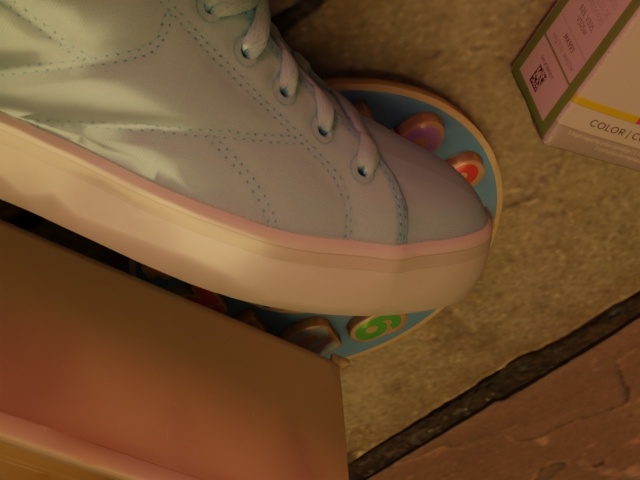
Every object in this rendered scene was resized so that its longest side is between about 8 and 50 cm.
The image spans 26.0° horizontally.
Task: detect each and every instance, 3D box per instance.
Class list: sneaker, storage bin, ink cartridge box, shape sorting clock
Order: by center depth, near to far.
[{"bbox_3d":[-0.059,-0.080,0.566,0.366,0.135,0.150,19,113,-28],"label":"sneaker"},{"bbox_3d":[0.193,-0.126,0.649,0.109,0.062,0.209,13,130,-26],"label":"ink cartridge box"},{"bbox_3d":[-0.157,0.124,0.738,0.262,0.123,0.260,25,135,-35],"label":"storage bin"},{"bbox_3d":[0.000,0.000,0.740,0.206,0.040,0.206,-8,136,-7],"label":"shape sorting clock"}]
